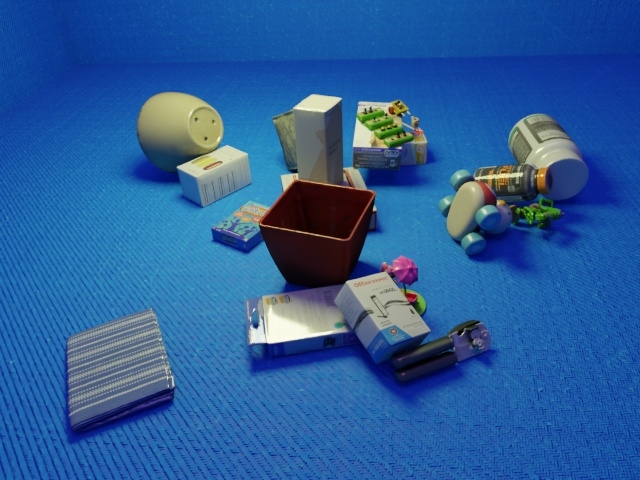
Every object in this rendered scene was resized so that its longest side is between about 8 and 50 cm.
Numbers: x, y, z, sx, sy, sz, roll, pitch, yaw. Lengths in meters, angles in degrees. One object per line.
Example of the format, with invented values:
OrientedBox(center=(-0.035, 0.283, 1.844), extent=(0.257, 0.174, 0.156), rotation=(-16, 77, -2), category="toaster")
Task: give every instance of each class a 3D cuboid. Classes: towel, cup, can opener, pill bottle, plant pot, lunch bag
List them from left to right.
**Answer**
OrientedBox(center=(-0.512, 0.315, 1.298), extent=(0.243, 0.040, 0.336), rotation=(-18, 36, -17), category="towel")
OrientedBox(center=(-0.528, -0.442, 2.055), extent=(0.236, 0.331, 0.331), rotation=(3, 31, 42), category="cup")
OrientedBox(center=(-0.046, -0.416, 2.028), extent=(0.168, 0.236, 0.287), rotation=(-23, 15, -24), category="lunch bag")
OrientedBox(center=(0.000, 0.000, 1.516), extent=(0.267, 0.236, 0.267), rotation=(11, 38, 18), category="plant pot")
OrientedBox(center=(0.299, 0.274, 1.263), extent=(0.280, 0.074, 0.093), rotation=(-17, 3, -20), category="can opener")
OrientedBox(center=(0.666, -0.198, 1.768), extent=(0.245, 0.131, 0.130), rotation=(0, 30, 41), category="pill bottle")
OrientedBox(center=(0.846, -0.313, 1.912), extent=(0.204, 0.204, 0.361), rotation=(0, 36, 4), category="pill bottle")

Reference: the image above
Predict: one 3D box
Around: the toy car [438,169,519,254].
OrientedBox(center=(0.545, -0.093, 1.650), extent=(0.237, 0.210, 0.219), rotation=(-2, 44, -19), category="toy car")

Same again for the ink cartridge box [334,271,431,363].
OrientedBox(center=(0.153, 0.188, 1.289), extent=(0.148, 0.086, 0.203), rotation=(-10, 52, -37), category="ink cartridge box")

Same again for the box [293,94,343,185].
OrientedBox(center=(-0.002, -0.326, 1.765), extent=(0.121, 0.311, 0.148), rotation=(13, 38, 22), category="box")

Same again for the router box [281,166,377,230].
OrientedBox(center=(0.021, -0.143, 1.848), extent=(0.300, 0.082, 0.336), rotation=(-7, 35, -5), category="router box")

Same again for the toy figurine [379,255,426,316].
OrientedBox(center=(0.208, 0.112, 1.406), extent=(0.173, 0.159, 0.130), rotation=(17, 40, 27), category="toy figurine")

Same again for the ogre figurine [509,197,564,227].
OrientedBox(center=(0.716, -0.090, 1.694), extent=(0.118, 0.097, 0.197), rotation=(-5, -9, -10), category="ogre figurine")

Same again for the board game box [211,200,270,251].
OrientedBox(center=(-0.248, -0.054, 1.777), extent=(0.160, 0.047, 0.210), rotation=(18, 40, 28), category="board game box")

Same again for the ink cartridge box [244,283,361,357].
OrientedBox(center=(-0.043, 0.212, 1.371), extent=(0.310, 0.065, 0.186), rotation=(-6, 36, -8), category="ink cartridge box")

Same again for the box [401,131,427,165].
OrientedBox(center=(0.336, -0.384, 2.144), extent=(0.202, 0.103, 0.114), rotation=(-3, 36, 1), category="box")

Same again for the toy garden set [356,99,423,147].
OrientedBox(center=(0.284, -0.460, 1.956), extent=(0.203, 0.049, 0.244), rotation=(-20, 47, -20), category="toy garden set")

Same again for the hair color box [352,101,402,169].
OrientedBox(center=(0.230, -0.421, 2.030), extent=(0.185, 0.110, 0.339), rotation=(3, 46, 6), category="hair color box")

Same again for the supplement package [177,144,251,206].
OrientedBox(center=(-0.410, -0.254, 1.999), extent=(0.139, 0.134, 0.244), rotation=(26, 45, 36), category="supplement package")
